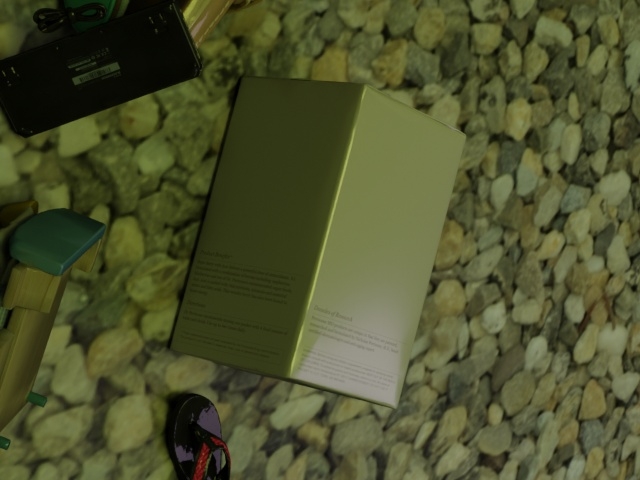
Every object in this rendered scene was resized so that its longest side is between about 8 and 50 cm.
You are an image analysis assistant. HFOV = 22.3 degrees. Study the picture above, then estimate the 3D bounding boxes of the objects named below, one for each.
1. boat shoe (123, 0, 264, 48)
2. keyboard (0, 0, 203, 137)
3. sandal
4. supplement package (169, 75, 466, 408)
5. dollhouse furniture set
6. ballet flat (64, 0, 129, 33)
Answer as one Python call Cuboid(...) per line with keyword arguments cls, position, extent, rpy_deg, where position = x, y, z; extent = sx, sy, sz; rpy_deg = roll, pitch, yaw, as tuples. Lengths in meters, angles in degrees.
Cuboid(cls="boat shoe", position=(-0.080, -0.272, 1.548), extent=(0.110, 0.121, 0.341), rpy_deg=(50, 60, -38))
Cuboid(cls="keyboard", position=(-0.204, -0.165, 1.427), extent=(0.180, 0.023, 0.108), rpy_deg=(-20, 123, 3))
Cuboid(cls="sandal", position=(-0.114, 0.240, 1.655), extent=(0.067, 0.040, 0.179), rpy_deg=(-20, 111, -43))
Cuboid(cls="supplement package", position=(0.000, 0.000, 1.637), extent=(0.175, 0.177, 0.293), rpy_deg=(21, 82, -46))
Cuboid(cls="dollhouse furniture set", position=(-0.343, 0.108, 1.363), extent=(0.303, 0.198, 0.286), rpy_deg=(-60, 171, -72))
Cuboid(cls="ballet flat", position=(-0.195, -0.296, 1.467), extent=(0.079, 0.077, 0.221), rpy_deg=(-32, 120, -62))
